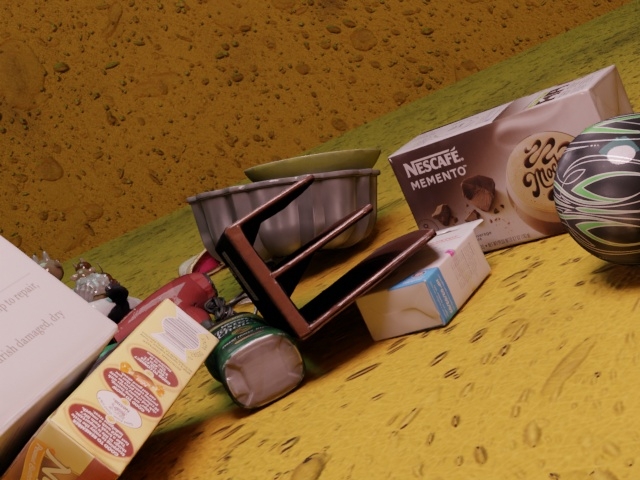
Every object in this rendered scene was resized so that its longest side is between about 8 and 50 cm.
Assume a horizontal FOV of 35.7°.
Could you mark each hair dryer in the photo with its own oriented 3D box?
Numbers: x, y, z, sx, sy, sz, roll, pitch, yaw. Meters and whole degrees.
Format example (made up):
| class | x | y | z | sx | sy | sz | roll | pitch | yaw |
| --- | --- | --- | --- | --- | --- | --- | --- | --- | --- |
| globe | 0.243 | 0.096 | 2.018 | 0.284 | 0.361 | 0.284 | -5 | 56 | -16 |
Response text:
| class | x | y | z | sx | sy | sz | roll | pitch | yaw |
| --- | --- | --- | --- | --- | --- | --- | --- | --- | --- |
| hair dryer | -0.216 | 0.108 | 1.617 | 0.294 | 0.080 | 0.223 | -21 | 11 | 19 |

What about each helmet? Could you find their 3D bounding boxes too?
| class | x | y | z | sx | sy | sz | roll | pitch | yaw |
| --- | --- | --- | --- | --- | --- | --- | --- | --- | --- |
| helmet | 0.317 | -0.051 | 0.994 | 0.162 | 0.169 | 0.169 | -6 | 15 | 10 |

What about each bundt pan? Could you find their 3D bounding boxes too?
| class | x | y | z | sx | sy | sz | roll | pitch | yaw |
| --- | --- | --- | --- | --- | --- | --- | --- | --- | --- |
| bundt pan | -0.053 | -0.034 | 1.664 | 0.331 | 0.124 | 0.331 | -9 | -1 | 0 |

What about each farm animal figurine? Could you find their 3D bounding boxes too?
| class | x | y | z | sx | sy | sz | roll | pitch | yaw |
| --- | --- | --- | --- | --- | --- | --- | --- | --- | --- |
| farm animal figurine | -0.616 | 0.126 | 2.168 | 0.330 | 0.172 | 0.327 | -26 | 11 | -7 |

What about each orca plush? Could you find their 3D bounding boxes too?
| class | x | y | z | sx | sy | sz | roll | pitch | yaw |
| --- | --- | --- | --- | --- | --- | --- | --- | --- | --- |
| orca plush | -0.373 | 0.154 | 1.662 | 0.151 | 0.102 | 0.287 | -43 | -22 | 9 |

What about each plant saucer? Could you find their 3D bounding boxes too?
| class | x | y | z | sx | sy | sz | roll | pitch | yaw |
| --- | --- | --- | --- | --- | --- | --- | --- | --- | --- |
| plant saucer | -0.011 | -0.120 | 1.725 | 0.241 | 0.037 | 0.241 | -9 | 0 | 0 |

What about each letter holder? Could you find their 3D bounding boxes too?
| class | x | y | z | sx | sy | sz | roll | pitch | yaw |
| --- | --- | --- | --- | --- | --- | --- | --- | --- | --- |
| letter holder | 0.000 | 0.000 | 1.252 | 0.214 | 0.152 | 0.302 | -35 | 1 | -9 |

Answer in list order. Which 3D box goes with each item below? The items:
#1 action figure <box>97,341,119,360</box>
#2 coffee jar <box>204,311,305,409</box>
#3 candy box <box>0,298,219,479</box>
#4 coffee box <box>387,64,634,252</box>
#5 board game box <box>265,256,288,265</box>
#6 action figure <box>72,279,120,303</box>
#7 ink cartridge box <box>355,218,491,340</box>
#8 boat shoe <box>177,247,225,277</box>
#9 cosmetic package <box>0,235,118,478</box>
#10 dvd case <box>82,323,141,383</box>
| class | x | y | z | sx | sy | sz | roll | pitch | yaw |
| --- | --- | --- | --- | --- | --- | --- | --- | --- | --- |
| action figure | -0.369 | 0.209 | 1.526 | 0.232 | 0.063 | 0.137 | -14 | 17 | 30 |
| coffee jar | -0.088 | 0.139 | 1.197 | 0.096 | 0.079 | 0.184 | -27 | 11 | -13 |
| candy box | -0.229 | 0.199 | 1.034 | 0.183 | 0.087 | 0.316 | -51 | 1 | 20 |
| coffee box | 0.260 | -0.093 | 1.296 | 0.297 | 0.168 | 0.119 | -16 | 14 | 38 |
| board game box | -0.067 | 0.016 | 1.870 | 0.103 | 0.026 | 0.154 | -13 | 16 | 49 |
| action figure | -0.486 | 0.145 | 1.872 | 0.164 | 0.141 | 0.275 | -1 | 15 | 15 |
| ink cartridge box | 0.133 | 0.045 | 1.199 | 0.104 | 0.061 | 0.181 | -17 | 14 | 38 |
| boat shoe | -0.211 | 0.033 | 2.033 | 0.170 | 0.063 | 0.059 | -41 | 19 | -24 |
| cosmetic package | -0.491 | 0.141 | 0.976 | 0.329 | 0.394 | 0.327 | -54 | -2 | 26 |
| dvd case | -0.312 | 0.212 | 1.253 | 0.221 | 0.018 | 0.164 | -51 | -3 | 29 |
